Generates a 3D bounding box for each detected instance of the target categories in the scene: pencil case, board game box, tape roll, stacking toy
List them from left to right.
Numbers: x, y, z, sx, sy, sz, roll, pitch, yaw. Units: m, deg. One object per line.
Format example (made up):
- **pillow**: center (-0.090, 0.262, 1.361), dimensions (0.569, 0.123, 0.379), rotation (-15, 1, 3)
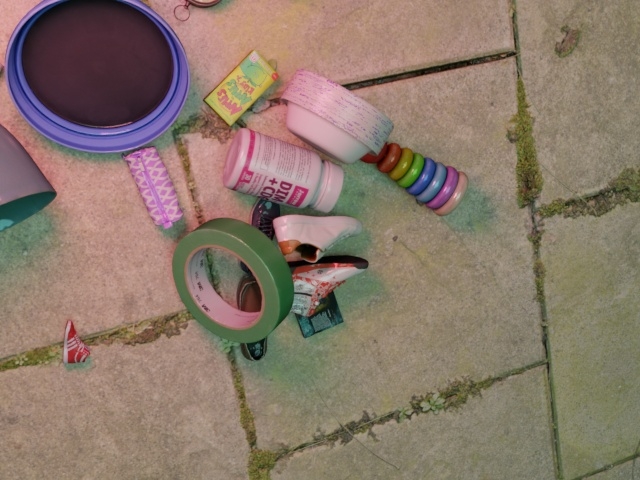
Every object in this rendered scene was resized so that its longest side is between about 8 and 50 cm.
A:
- **pencil case**: center (-0.413, -0.136, 1.646), dimensions (0.086, 0.088, 0.206), rotation (-25, 109, -9)
- **tape roll**: center (-0.222, 0.103, 1.653), dimensions (0.077, 0.321, 0.321), rotation (-41, 118, -52)
- **board game box**: center (-0.202, -0.389, 1.682), dimensions (0.181, 0.043, 0.092), rotation (-47, 111, -4)
- **board game box**: center (-0.020, 0.171, 1.870), dimensions (0.126, 0.026, 0.186), rotation (-22, 107, -12)
- **stacking toy**: center (0.242, -0.202, 1.831), dimensions (0.330, 0.141, 0.141), rotation (29, 92, -14)

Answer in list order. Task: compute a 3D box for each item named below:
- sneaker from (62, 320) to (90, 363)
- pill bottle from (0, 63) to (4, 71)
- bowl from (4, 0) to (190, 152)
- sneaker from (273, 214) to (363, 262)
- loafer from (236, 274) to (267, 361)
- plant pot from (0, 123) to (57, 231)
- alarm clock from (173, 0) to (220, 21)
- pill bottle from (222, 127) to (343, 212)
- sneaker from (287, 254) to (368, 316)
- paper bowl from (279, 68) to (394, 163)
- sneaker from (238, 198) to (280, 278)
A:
- **sneaker**: center (-0.622, 0.260, 1.688), dimensions (0.067, 0.042, 0.118), rotation (5, 108, -15)
- **pill bottle**: center (-0.783, -0.360, 1.484), dimensions (0.078, 0.078, 0.137), rotation (38, 88, -21)
- **bowl**: center (-0.495, -0.379, 1.488), dimensions (0.392, 0.077, 0.391), rotation (-11, 134, -11)
- **sneaker**: center (0.000, 0.000, 1.757), dimensions (0.290, 0.106, 0.123), rotation (-1, 77, -39)
- **loafer**: center (-0.174, 0.217, 1.797), dimensions (0.095, 0.087, 0.251), rotation (-7, 104, -16)
- **plant pot**: center (-0.770, -0.140, 1.435), dimensions (0.293, 0.293, 0.235), rotation (-29, 94, -10)
- **alarm clock**: center (-0.296, -0.614, 1.593), dimensions (0.129, 0.064, 0.192), rotation (32, 88, -21)
- **pill bottle**: center (-0.094, -0.173, 1.700), dimensions (0.283, 0.160, 0.160), rotation (16, 96, -20)
- **sneaker**: center (0.000, 0.125, 1.806), dimensions (0.270, 0.090, 0.144), rotation (-6, 104, -13)
- **paper bowl**: center (0.029, -0.295, 1.648), dimensions (0.284, 0.284, 0.148), rotation (30, 93, -21)
- **sneaker**: center (-0.143, -0.007, 1.721), dimensions (0.086, 0.163, 0.226), rotation (14, 95, -18)
